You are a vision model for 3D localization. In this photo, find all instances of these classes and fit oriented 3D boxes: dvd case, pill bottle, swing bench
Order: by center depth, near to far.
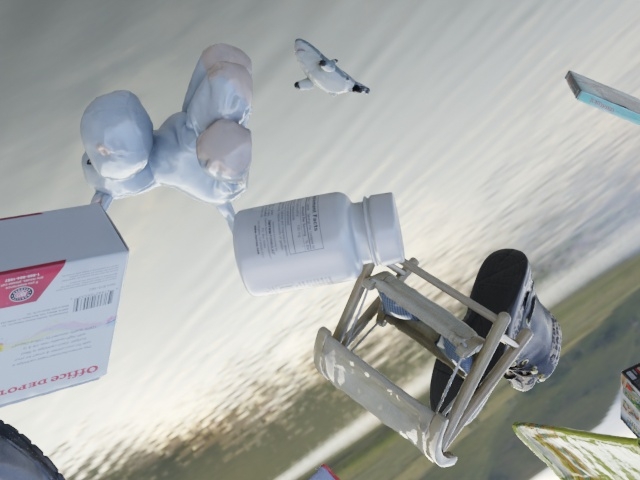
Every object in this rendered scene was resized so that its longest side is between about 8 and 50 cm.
[{"bbox_3d":[0.306,-0.149,0.913,0.119,0.087,0.013,-64,176,-68],"label":"dvd case"},{"bbox_3d":[0.000,0.000,1.240,0.229,0.131,0.131,-10,169,9],"label":"pill bottle"},{"bbox_3d":[0.144,0.173,1.339,0.255,0.253,0.165,-58,149,2],"label":"swing bench"}]

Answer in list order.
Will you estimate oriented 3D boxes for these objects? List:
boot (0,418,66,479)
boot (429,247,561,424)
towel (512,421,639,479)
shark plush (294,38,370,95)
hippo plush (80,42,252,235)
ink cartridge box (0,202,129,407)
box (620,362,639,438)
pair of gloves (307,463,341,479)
[{"bbox_3d":[-0.453,0.267,0.904,0.118,0.338,0.223,-49,-168,38],"label":"boot"},{"bbox_3d":[0.372,0.239,1.773,0.284,0.138,0.377,46,60,-46],"label":"boot"},{"bbox_3d":[0.304,0.244,0.950,0.021,0.102,0.237,-50,-172,-17],"label":"towel"},{"bbox_3d":[0.027,-0.282,1.429,0.161,0.067,0.073,10,144,-29],"label":"shark plush"},{"bbox_3d":[-0.218,-0.152,1.225,0.236,0.234,0.294,1,156,-6],"label":"hippo plush"},{"bbox_3d":[-0.259,0.062,0.799,0.127,0.072,0.175,-12,139,-35],"label":"ink cartridge box"},{"bbox_3d":[0.499,0.281,1.213,0.036,0.207,0.114,-23,130,-9],"label":"box"},{"bbox_3d":[-0.009,0.290,0.765,0.159,0.198,0.023,-32,151,-25],"label":"pair of gloves"}]
